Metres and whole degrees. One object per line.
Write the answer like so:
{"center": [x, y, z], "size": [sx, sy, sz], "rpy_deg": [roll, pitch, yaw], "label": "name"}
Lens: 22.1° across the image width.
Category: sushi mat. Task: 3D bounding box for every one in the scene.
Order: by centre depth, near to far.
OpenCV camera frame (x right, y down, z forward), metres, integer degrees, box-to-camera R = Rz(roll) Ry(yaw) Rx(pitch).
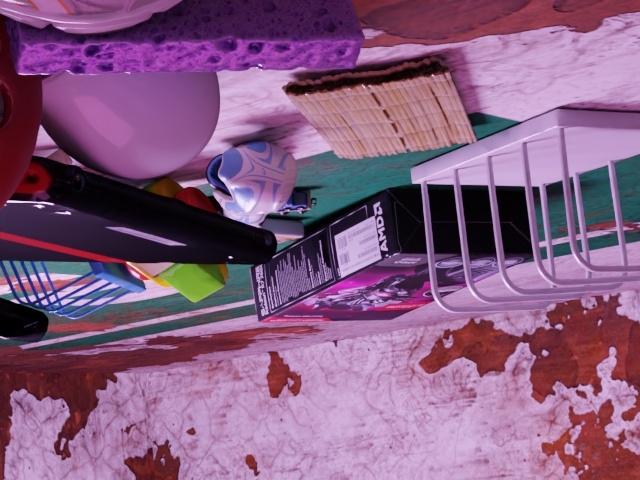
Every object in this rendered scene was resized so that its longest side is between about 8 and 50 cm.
{"center": [0.064, -0.121, 1.580], "size": [0.151, 0.019, 0.316], "rpy_deg": [-8, 171, 9], "label": "sushi mat"}

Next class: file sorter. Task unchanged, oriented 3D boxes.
{"center": [0.262, -0.026, 1.808], "size": [0.192, 0.173, 0.277], "rpy_deg": [-1, 169, -30], "label": "file sorter"}
{"center": [-0.284, 0.016, 1.831], "size": [0.104, 0.118, 0.170], "rpy_deg": [-27, 168, 5], "label": "file sorter"}

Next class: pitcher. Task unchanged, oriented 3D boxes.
{"center": [-0.179, -0.113, 1.168], "size": [0.177, 0.126, 0.207], "rpy_deg": [-13, 161, 21], "label": "pitcher"}

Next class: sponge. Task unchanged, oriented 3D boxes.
{"center": [-0.088, -0.152, 0.998], "size": [0.210, 0.117, 0.031], "rpy_deg": [-2, 141, -18], "label": "sponge"}

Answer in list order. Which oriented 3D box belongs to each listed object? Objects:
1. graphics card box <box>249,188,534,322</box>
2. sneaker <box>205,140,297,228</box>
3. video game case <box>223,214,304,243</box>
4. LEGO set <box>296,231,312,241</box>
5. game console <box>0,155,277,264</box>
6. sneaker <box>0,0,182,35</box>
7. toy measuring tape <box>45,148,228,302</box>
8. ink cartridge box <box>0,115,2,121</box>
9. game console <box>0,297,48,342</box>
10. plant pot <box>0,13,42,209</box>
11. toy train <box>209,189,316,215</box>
{"center": [0.092, 0.027, 2.205], "size": [0.232, 0.094, 0.371], "rpy_deg": [1, 162, -32], "label": "graphics card box"}
{"center": [-0.080, -0.062, 1.722], "size": [0.086, 0.085, 0.237], "rpy_deg": [23, 170, -6], "label": "sneaker"}
{"center": [-0.172, -0.004, 2.162], "size": [0.227, 0.026, 0.206], "rpy_deg": [5, 167, -44], "label": "video game case"}
{"center": [0.001, -0.001, 2.311], "size": [0.054, 0.023, 0.083], "rpy_deg": [-11, 157, 18], "label": "LEGO set"}
{"center": [-0.260, -0.030, 1.336], "size": [0.342, 0.060, 0.386], "rpy_deg": [0, 173, 24], "label": "game console"}
{"center": [-0.171, -0.175, 0.880], "size": [0.262, 0.099, 0.121], "rpy_deg": [-4, 167, -15], "label": "sneaker"}
{"center": [-0.202, -0.037, 1.779], "size": [0.121, 0.121, 0.330], "rpy_deg": [-10, 149, 29], "label": "toy measuring tape"}
{"center": [-0.381, -0.058, 1.582], "size": [0.185, 0.065, 0.311], "rpy_deg": [-4, 168, -4], "label": "ink cartridge box"}
{"center": [-0.469, 0.039, 1.767], "size": [0.361, 0.044, 0.213], "rpy_deg": [19, 175, -11], "label": "game console"}
{"center": [-0.295, -0.097, 1.009], "size": [0.191, 0.191, 0.174], "rpy_deg": [-9, 165, 22], "label": "plant pot"}
{"center": [-0.084, -0.043, 1.970], "size": [0.158, 0.027, 0.036], "rpy_deg": [-5, 160, 2], "label": "toy train"}
